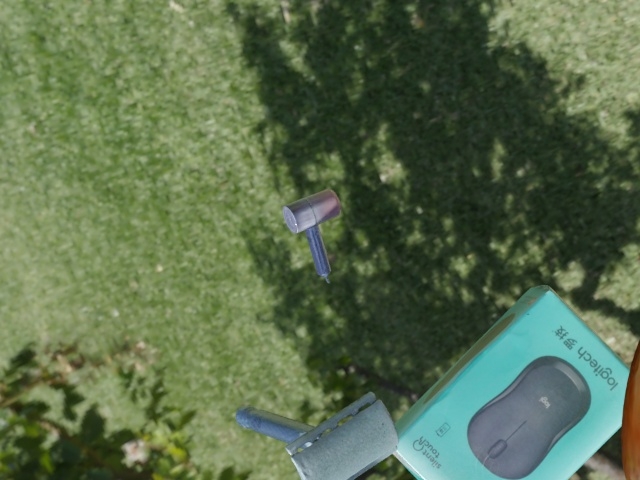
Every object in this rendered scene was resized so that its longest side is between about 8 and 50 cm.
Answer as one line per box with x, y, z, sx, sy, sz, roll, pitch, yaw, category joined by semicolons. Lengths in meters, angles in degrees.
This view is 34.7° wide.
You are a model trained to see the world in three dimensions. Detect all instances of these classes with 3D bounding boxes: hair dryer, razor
0.000;0.000;1.242;0.037;0.063;0.114;26;134;63;hair dryer
-0.026;0.196;1.043;0.232;0.106;0.068;-1;114;62;razor

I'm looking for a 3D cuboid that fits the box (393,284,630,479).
0.263;0.237;1.389;0.205;0.311;0.118;46;179;4;box

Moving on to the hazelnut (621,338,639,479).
0.482;0.191;1.031;0.372;0.315;0.372;0;91;13;hazelnut
